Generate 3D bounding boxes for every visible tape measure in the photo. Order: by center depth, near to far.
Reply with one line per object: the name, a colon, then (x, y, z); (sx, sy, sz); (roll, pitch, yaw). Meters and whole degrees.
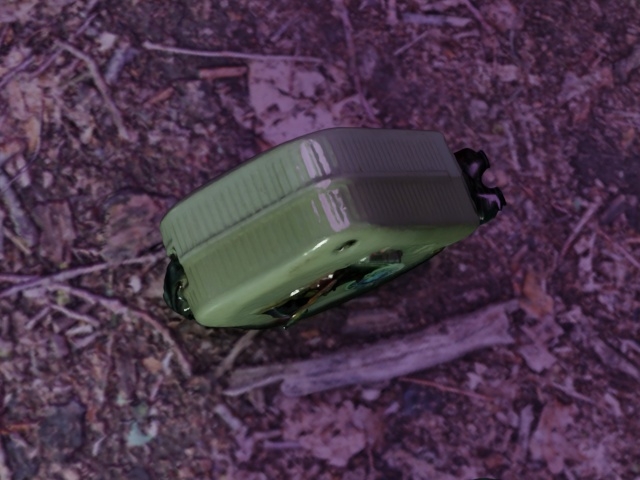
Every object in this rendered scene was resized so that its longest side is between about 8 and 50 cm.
tape measure: (0.000, 0.000, 1.491); (0.235, 0.207, 0.115); (-3, 66, -58)

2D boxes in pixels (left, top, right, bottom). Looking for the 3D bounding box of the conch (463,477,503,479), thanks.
conch: (0.124, 0.262, 1.417); (0.196, 0.134, 0.202); (28, 57, -19)
